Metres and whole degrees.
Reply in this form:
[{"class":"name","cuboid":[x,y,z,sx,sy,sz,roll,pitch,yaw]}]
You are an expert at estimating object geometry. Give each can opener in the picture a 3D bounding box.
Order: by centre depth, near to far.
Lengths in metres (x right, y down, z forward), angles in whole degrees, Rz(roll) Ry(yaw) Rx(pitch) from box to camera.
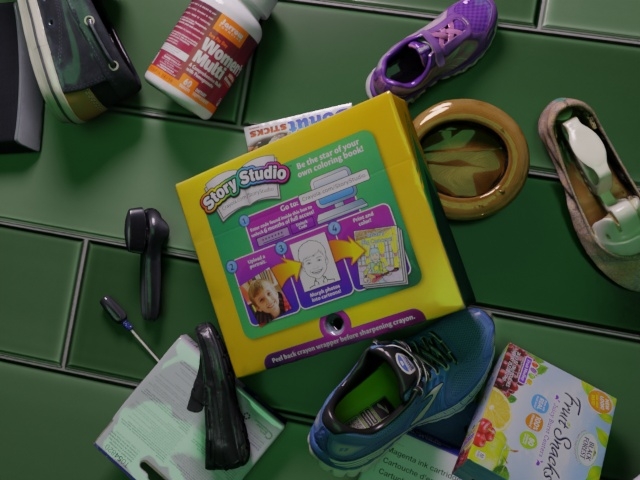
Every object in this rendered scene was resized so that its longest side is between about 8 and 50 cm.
[{"class":"can opener","cuboid":[-0.277,0.038,1.138,0.073,0.059,0.186,-3,97,-19]}]

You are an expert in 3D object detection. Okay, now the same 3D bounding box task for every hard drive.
[{"class":"hard drive","cuboid":[-0.556,-0.273,1.185,0.172,0.054,0.254,-2,87,7]}]

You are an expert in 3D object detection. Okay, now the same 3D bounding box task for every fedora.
[{"class":"fedora","cuboid":[0.212,-0.118,1.065,0.194,0.079,0.194,0,87,8]}]

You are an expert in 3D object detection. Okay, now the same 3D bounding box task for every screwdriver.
[{"class":"screwdriver","cuboid":[-0.298,0.154,1.150,0.170,0.024,0.025,44,122,5]}]

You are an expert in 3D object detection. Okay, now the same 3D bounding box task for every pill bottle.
[{"class":"pill bottle","cuboid":[-0.168,-0.311,1.103,0.121,0.121,0.221,34,92,8]}]

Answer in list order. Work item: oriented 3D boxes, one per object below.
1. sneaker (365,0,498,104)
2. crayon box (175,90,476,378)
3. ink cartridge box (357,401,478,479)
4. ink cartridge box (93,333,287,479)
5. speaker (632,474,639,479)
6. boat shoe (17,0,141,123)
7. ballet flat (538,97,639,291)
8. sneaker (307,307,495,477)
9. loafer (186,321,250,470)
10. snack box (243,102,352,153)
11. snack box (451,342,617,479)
[{"class":"sneaker","cuboid":[0.171,-0.289,1.067,0.236,0.104,0.095,-37,82,3]},{"class":"crayon box","cuboid":[0.000,0.000,1.039,0.363,0.106,0.313,-20,84,20]},{"class":"ink cartridge box","cuboid":[0.205,0.392,0.995,0.324,0.071,0.330,20,73,11]},{"class":"ink cartridge box","cuboid":[-0.205,0.303,1.116,0.223,0.045,0.224,40,91,5]},{"class":"speaker","cuboid":[0.366,0.419,0.871,0.296,0.131,0.131,-42,83,-8]},{"class":"boat shoe","cuboid":[-0.402,-0.439,1.115,0.156,0.187,0.500,-15,91,1]},{"class":"ballet flat","cuboid":[0.409,-0.066,1.025,0.108,0.106,0.316,-29,84,5]},{"class":"sneaker","cuboid":[0.129,0.195,0.984,0.330,0.147,0.130,-34,62,-24]},{"class":"loafer","cuboid":[-0.163,0.234,1.053,0.078,0.076,0.223,-12,90,-3]},{"class":"snack box","cuboid":[-0.030,-0.168,1.128,0.178,0.022,0.064,-12,85,7]},{"class":"snack box","cuboid":[0.303,0.273,0.987,0.174,0.070,0.207,28,52,8]}]
